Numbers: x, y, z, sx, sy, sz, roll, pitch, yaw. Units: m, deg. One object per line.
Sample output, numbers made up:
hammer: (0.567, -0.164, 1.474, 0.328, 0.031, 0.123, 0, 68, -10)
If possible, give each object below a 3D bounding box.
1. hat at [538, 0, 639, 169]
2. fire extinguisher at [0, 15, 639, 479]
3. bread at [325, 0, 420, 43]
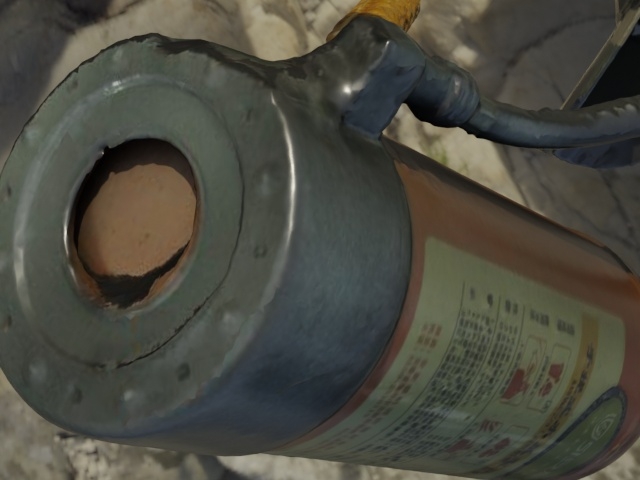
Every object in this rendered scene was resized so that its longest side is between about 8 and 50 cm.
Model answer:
hat: (0.382, -0.280, 1.515, 0.382, 0.257, 0.366, -36, 151, 28)
fire extinguisher: (0.073, 0.020, 0.472, 0.200, 0.113, 0.376, -28, 155, 23)
bread: (0.046, -0.178, 1.054, 0.052, 0.157, 0.044, 2, 117, 18)
